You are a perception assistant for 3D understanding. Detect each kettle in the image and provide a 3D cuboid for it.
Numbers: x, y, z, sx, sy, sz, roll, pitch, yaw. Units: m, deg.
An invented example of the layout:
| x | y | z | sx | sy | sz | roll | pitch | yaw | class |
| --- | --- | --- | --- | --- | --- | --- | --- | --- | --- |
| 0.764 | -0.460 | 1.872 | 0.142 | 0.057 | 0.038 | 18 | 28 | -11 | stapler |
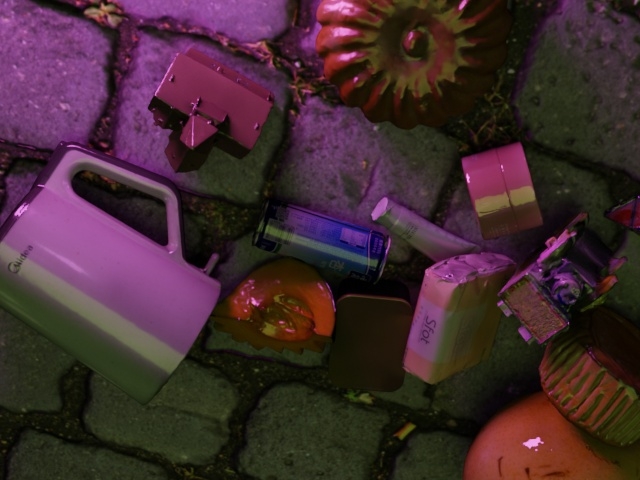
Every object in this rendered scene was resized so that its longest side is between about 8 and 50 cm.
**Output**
| x | y | z | sx | sy | sz | roll | pitch | yaw | class |
| --- | --- | --- | --- | --- | --- | --- | --- | --- | --- |
| -0.368 | 0.042 | 1.809 | 0.376 | 0.250 | 0.361 | 33 | 92 | -10 | kettle |

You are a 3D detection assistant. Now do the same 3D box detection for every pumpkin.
| x | y | z | sx | sy | sz | roll | pitch | yaw | class |
| --- | --- | --- | --- | --- | --- | --- | --- | --- | --- |
| -0.068 | 0.121 | 1.902 | 0.253 | 0.149 | 0.130 | 5 | 157 | 20 | pumpkin |

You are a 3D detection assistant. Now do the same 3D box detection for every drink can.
| x | y | z | sx | sy | sz | roll | pitch | yaw | class |
| --- | --- | --- | --- | --- | --- | --- | --- | --- | --- |
| 0.000 | 0.000 | 1.829 | 0.235 | 0.097 | 0.097 | 16 | 116 | -6 | drink can |

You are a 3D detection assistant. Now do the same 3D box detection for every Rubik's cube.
| x | y | z | sx | sy | sz | roll | pitch | yaw | class |
| --- | --- | --- | --- | --- | --- | --- | --- | --- | --- |
| 0.618 | -0.011 | 1.824 | 0.190 | 0.211 | 0.178 | 1 | 144 | 37 | Rubik's cube |

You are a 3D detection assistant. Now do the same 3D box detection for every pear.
| x | y | z | sx | sy | sz | roll | pitch | yaw | class |
| --- | --- | --- | --- | --- | --- | --- | --- | --- | --- |
| 0.437 | 0.438 | 1.887 | 0.348 | 0.348 | 0.349 | 1 | 116 | 2 | pear |

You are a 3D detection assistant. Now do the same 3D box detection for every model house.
| x | y | z | sx | sy | sz | roll | pitch | yaw | class |
| --- | --- | --- | --- | --- | --- | --- | --- | --- | --- |
| -0.198 | -0.178 | 1.667 | 0.180 | 0.248 | 0.176 | 29 | 114 | -10 | model house |

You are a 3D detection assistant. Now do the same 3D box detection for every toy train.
| x | y | z | sx | sy | sz | roll | pitch | yaw | class |
| --- | --- | --- | --- | --- | --- | --- | --- | --- | --- |
| 0.412 | 0.059 | 1.755 | 0.177 | 0.261 | 0.134 | -41 | 86 | 30 | toy train |

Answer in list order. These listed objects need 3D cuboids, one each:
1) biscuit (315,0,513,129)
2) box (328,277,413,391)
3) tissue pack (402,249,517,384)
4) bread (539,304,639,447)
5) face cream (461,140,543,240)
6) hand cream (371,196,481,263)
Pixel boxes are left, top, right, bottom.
| x | y | z | sx | sy | sz | roll | pitch | yaw | class |
| --- | --- | --- | --- | --- | --- | --- | --- | --- | --- |
| 0.152 | -0.330 | 1.661 | 0.325 | 0.107 | 0.326 | 0 | 113 | 1 | biscuit |
| 0.092 | 0.171 | 1.909 | 0.144 | 0.090 | 0.201 | 4 | 116 | 1 | box |
| 0.249 | 0.133 | 1.844 | 0.186 | 0.090 | 0.222 | -13 | 127 | -41 | tissue pack |
| 0.497 | 0.231 | 1.794 | 0.227 | 0.253 | 0.142 | 34 | 115 | 7 | bread |
| 0.307 | -0.084 | 1.742 | 0.104 | 0.149 | 0.149 | -15 | 114 | 11 | face cream |
| 0.186 | -0.007 | 1.843 | 0.204 | 0.050 | 0.078 | 30 | 111 | -17 | hand cream |
